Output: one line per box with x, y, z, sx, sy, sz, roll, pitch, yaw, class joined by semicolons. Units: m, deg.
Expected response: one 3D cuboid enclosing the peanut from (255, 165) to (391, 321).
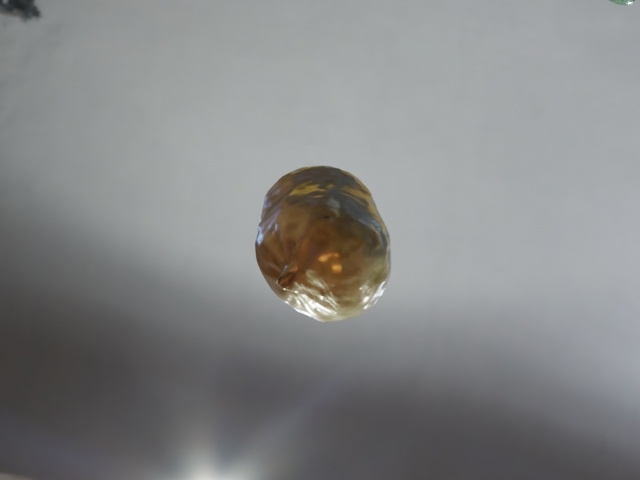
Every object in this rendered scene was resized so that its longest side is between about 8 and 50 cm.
0.000;0.000;1.125;0.129;0.129;0.224;11;-162;-8;peanut

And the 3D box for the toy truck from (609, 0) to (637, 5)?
0.190;-0.266;0.816;0.156;0.155;0.279;30;-162;7;toy truck
